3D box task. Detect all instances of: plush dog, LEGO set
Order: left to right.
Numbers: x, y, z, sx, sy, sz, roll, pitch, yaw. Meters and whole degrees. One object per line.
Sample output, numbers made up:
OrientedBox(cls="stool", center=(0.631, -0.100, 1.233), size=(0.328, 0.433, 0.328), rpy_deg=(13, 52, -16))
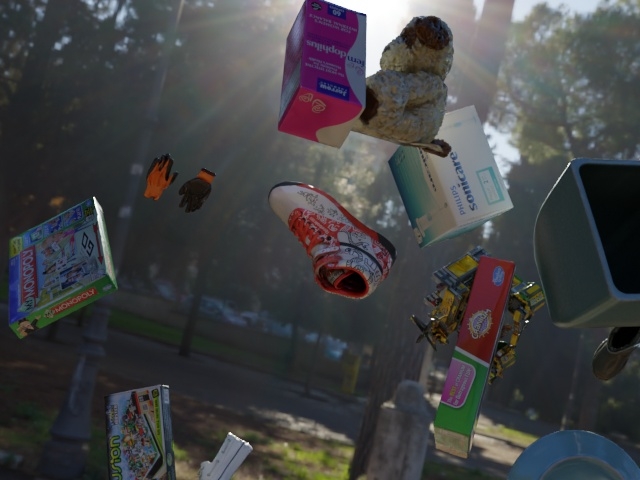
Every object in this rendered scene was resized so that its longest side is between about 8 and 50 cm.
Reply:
OrientedBox(cls="plush dog", center=(0.164, -0.280, 1.368), size=(0.210, 0.225, 0.262), rpy_deg=(17, 3, -12))
OrientedBox(cls="LEGO set", center=(0.343, 0.189, 1.806), size=(0.255, 0.192, 0.331), rpy_deg=(48, -34, 22))

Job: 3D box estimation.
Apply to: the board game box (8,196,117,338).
OrientedBox(cls="board game box", center=(-0.545, 0.047, 1.648), size=(0.046, 0.213, 0.317), rpy_deg=(66, -4, -38))

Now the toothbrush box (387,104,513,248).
OrientedBox(cls="toothbrush box", center=(0.256, -0.121, 1.621), size=(0.126, 0.216, 0.295), rpy_deg=(-19, -8, -8))

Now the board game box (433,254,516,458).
OrientedBox(cls="board game box", center=(0.281, 0.218, 1.439), size=(0.064, 0.317, 0.242), rpy_deg=(14, -21, 15))

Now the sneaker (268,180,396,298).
OrientedBox(cls="sneaker", center=(0.001, -0.001, 1.417), size=(0.270, 0.090, 0.145), rpy_deg=(33, 38, 5))

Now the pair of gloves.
OrientedBox(cls="pair of gloves", center=(-0.182, -0.073, 1.014), size=(0.083, 0.074, 0.010), rpy_deg=(21, 35, -15))

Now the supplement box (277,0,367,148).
OrientedBox(cls="supplement box", center=(0.005, -0.276, 1.285), size=(0.111, 0.220, 0.114), rpy_deg=(14, -34, -17))

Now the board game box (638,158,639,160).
OrientedBox(cls="board game box", center=(0.720, -0.143, 1.614), size=(0.146, 0.045, 0.193), rpy_deg=(-5, -10, 7))

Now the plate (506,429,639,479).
OrientedBox(cls="plate", center=(0.313, 0.324, 0.945), size=(0.188, 0.188, 0.024), rpy_deg=(12, -16, -1))

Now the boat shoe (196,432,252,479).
OrientedBox(cls="boat shoe", center=(-0.244, 0.532, 1.777), size=(0.075, 0.226, 0.083), rpy_deg=(36, -49, 6))

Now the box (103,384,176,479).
OrientedBox(cls="box", center=(-0.312, 0.364, 1.366), size=(0.114, 0.207, 0.036), rpy_deg=(-13, -18, 13))

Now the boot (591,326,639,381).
OrientedBox(cls="boot", center=(0.634, 0.229, 1.672), size=(0.076, 0.190, 0.208), rpy_deg=(32, 12, 18))

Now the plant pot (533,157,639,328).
OrientedBox(cls="plant pot", center=(0.496, 0.034, 1.332), size=(0.247, 0.248, 0.252), rpy_deg=(0, -27, -16))
